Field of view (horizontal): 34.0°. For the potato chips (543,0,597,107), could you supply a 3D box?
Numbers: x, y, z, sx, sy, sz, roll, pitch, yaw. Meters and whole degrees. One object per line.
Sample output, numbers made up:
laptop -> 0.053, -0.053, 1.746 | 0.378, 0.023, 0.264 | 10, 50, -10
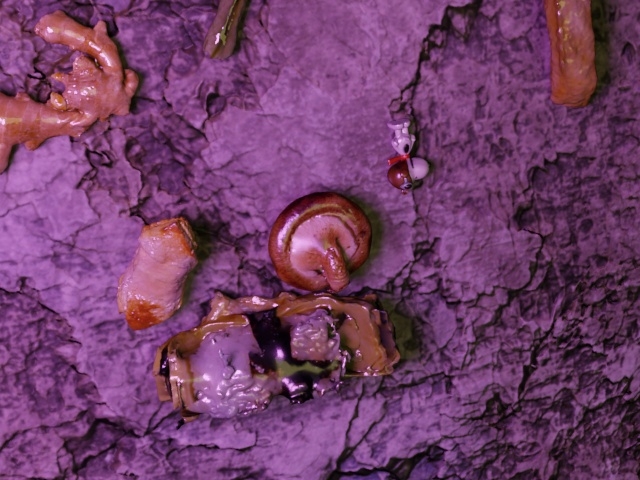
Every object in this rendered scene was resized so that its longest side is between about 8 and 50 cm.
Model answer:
potato chips -> 0.281, -0.348, 1.231 | 0.057, 0.080, 0.407 | -10, 106, -2

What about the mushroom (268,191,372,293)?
mushroom -> 0.000, 0.000, 1.236 | 0.127, 0.087, 0.127 | -6, 108, -18

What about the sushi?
sushi -> -0.053, 0.126, 1.235 | 0.291, 0.131, 0.139 | -11, 108, -4

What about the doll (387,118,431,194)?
doll -> 0.100, -0.101, 1.263 | 0.058, 0.040, 0.085 | -37, 116, -17

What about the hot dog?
hot dog -> -0.183, 0.030, 1.206 | 0.078, 0.061, 0.169 | 23, 123, -12

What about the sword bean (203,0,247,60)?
sword bean -> -0.085, -0.331, 1.153 | 0.043, 0.038, 0.269 | 8, 103, -23

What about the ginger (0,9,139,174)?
ginger -> -0.291, -0.151, 1.134 | 0.176, 0.052, 0.193 | 10, 100, -12
